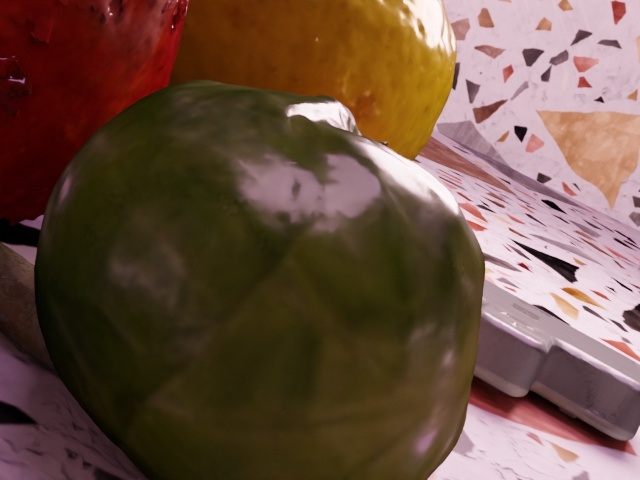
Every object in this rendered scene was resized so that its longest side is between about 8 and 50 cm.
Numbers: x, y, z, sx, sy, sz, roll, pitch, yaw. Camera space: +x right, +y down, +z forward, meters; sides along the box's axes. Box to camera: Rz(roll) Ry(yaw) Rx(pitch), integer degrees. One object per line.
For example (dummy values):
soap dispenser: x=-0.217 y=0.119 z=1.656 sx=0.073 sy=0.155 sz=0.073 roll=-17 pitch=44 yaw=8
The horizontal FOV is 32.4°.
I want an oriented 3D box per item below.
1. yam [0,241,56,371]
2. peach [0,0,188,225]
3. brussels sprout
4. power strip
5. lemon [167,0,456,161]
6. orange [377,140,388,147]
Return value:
yam: x=-0.162 y=0.035 z=0.603 sx=0.094 sy=0.043 sz=0.043 roll=31 pitch=14 yaw=19
peach: x=-0.248 y=-0.170 z=0.615 sx=0.370 sy=0.370 sz=0.370 roll=25 pitch=14 yaw=-7
brussels sprout: x=-0.026 y=0.028 z=0.544 sx=0.244 sy=0.244 sz=0.244 roll=25 pitch=14 yaw=-7
power strip: x=0.167 y=0.090 z=0.974 sx=0.265 sy=0.059 sz=0.193 roll=30 pitch=10 yaw=13
lemon: x=-0.050 y=-0.177 z=0.973 sx=0.387 sy=0.350 sz=0.350 roll=23 pitch=14 yaw=-27
orange: x=0.000 y=0.000 z=0.785 sx=0.193 sy=0.161 sz=0.193 roll=21 pitch=16 yaw=-6
